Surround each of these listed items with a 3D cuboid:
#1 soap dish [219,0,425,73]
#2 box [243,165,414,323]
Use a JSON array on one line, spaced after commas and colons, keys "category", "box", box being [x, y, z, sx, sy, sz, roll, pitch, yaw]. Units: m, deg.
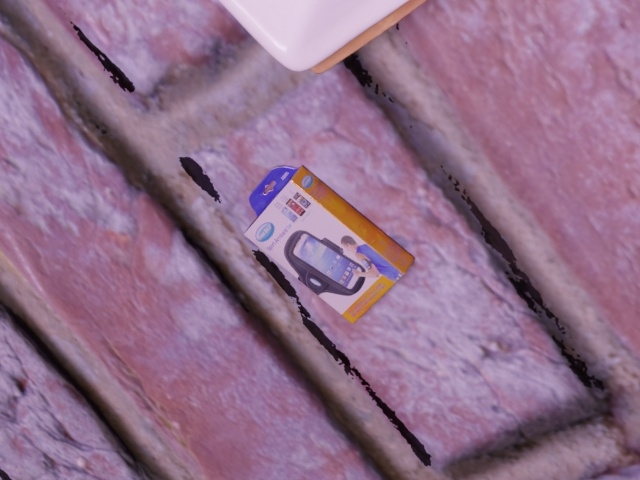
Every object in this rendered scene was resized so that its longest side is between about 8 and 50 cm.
[{"category": "soap dish", "box": [-0.027, -0.265, 0.872, 0.291, 0.118, 0.229, 47, 147, -10]}, {"category": "box", "box": [0.000, 0.000, 1.143, 0.136, 0.028, 0.081, 38, 132, -5]}]
